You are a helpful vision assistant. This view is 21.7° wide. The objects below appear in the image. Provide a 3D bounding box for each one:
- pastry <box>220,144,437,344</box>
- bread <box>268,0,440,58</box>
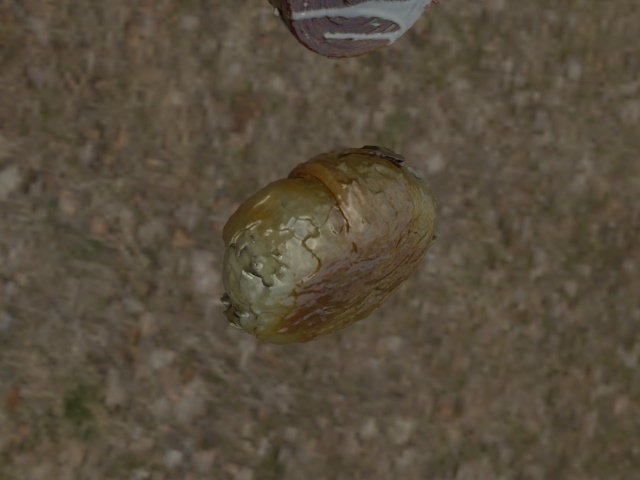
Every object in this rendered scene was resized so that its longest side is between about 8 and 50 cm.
[{"bbox_3d":[0.004,0.003,1.050,0.153,0.153,0.081,18,41,-55],"label":"pastry"},{"bbox_3d":[0.029,-0.241,1.495,0.161,0.073,0.160,-15,133,-16],"label":"bread"}]
